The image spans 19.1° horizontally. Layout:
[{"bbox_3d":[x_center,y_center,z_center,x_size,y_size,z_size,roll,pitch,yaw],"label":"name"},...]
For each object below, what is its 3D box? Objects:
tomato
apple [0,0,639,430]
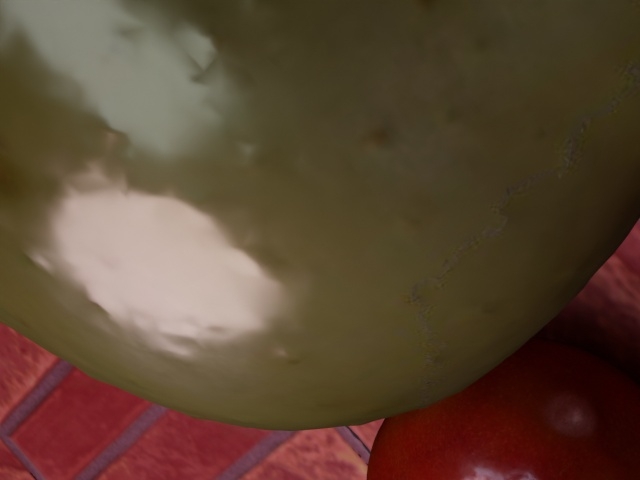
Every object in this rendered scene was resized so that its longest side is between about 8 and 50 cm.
[{"bbox_3d":[0.120,0.142,1.076,0.195,0.136,0.195,20,130,27],"label":"tomato"},{"bbox_3d":[-0.007,-0.166,0.729,0.474,0.473,0.473,23,132,28],"label":"apple"}]
